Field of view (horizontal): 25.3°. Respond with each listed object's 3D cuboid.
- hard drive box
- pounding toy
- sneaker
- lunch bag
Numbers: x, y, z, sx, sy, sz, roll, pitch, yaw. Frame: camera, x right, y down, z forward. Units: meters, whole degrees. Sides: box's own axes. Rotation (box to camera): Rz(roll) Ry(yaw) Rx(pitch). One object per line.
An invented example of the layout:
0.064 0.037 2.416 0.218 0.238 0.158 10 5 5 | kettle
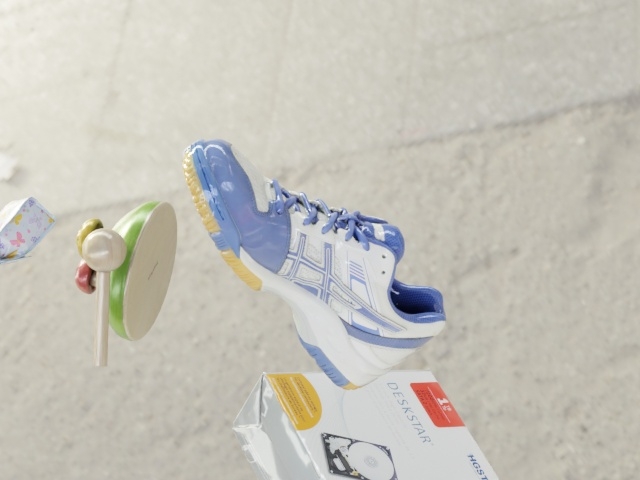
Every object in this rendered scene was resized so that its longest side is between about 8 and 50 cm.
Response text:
0.050 0.232 1.525 0.089 0.232 0.181 -60 45 31 | hard drive box
-0.271 0.036 1.801 0.110 0.237 0.183 13 107 11 | pounding toy
0.000 0.000 1.251 0.131 0.296 0.112 -30 36 16 | sneaker
-0.341 -0.003 1.579 0.083 0.053 0.071 -51 21 -24 | lunch bag
